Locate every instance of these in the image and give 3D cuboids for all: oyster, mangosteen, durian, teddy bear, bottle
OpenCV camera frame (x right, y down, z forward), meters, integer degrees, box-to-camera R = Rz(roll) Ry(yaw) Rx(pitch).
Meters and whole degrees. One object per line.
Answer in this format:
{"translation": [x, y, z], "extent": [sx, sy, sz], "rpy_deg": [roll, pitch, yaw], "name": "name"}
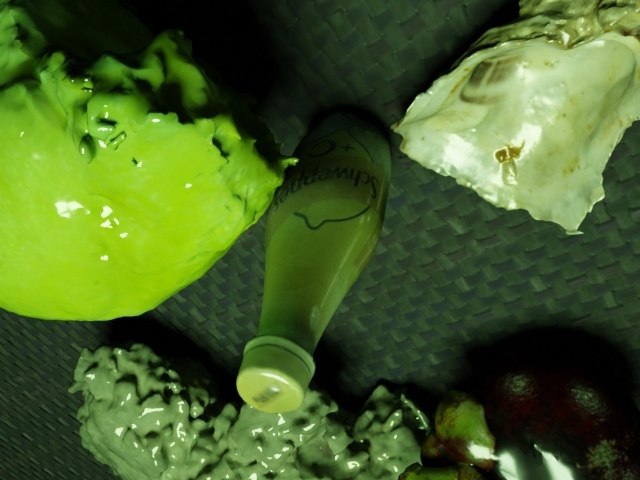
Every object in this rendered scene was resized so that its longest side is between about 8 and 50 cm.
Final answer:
{"translation": [0.163, -0.107, 0.422], "extent": [0.162, 0.107, 0.233], "rpy_deg": [25, 147, -12], "name": "oyster"}
{"translation": [0.186, 0.202, 0.574], "extent": [0.231, 0.194, 0.194], "rpy_deg": [-12, 128, -12], "name": "mangosteen"}
{"translation": [-0.177, -0.058, 0.462], "extent": [0.205, 0.255, 0.340], "rpy_deg": [4, 143, -44], "name": "durian"}
{"translation": [-0.107, 0.229, 0.698], "extent": [0.367, 0.224, 0.357], "rpy_deg": [42, 128, 0], "name": "teddy bear"}
{"translation": [0.000, 0.000, 0.420], "extent": [0.083, 0.269, 0.083], "rpy_deg": [6, 128, 8], "name": "bottle"}
